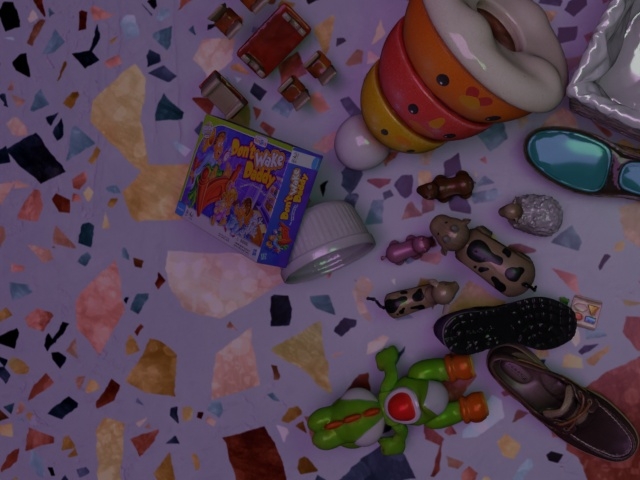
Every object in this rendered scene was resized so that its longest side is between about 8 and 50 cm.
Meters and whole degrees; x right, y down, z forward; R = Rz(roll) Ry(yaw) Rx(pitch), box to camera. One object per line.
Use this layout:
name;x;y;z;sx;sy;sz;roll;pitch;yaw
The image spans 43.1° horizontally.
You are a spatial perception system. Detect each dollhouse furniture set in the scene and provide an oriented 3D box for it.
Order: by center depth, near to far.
dollhouse furniture set;-0.136;-0.383;1.715;0.259;0.135;0.262;-43;107;12

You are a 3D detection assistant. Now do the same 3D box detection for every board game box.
board game box;-0.158;-0.111;1.673;0.347;0.078;0.233;27;101;49

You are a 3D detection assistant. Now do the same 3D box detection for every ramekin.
ramekin;0.000;0.000;1.676;0.207;0.207;0.109;-26;77;14

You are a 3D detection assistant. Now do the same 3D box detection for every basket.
basket;0.656;-0.331;1.456;0.328;0.266;0.331;27;100;12

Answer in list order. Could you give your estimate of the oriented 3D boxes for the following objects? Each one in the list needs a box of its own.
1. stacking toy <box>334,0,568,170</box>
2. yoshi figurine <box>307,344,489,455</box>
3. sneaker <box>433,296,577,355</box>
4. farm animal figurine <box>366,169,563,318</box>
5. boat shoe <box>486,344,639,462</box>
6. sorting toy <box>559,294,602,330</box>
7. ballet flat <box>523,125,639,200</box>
stacking toy;0.201;-0.280;1.574;0.480;0.351;0.350;-40;82;41
yoshi figurine;0.153;0.345;1.693;0.362;0.203;0.203;-16;129;1
sneaker;0.369;0.163;1.641;0.283;0.124;0.107;-2;94;-8
farm animal figurine;0.282;0.031;1.616;0.327;0.172;0.330;18;97;13
boat shoe;0.476;0.328;1.605;0.342;0.123;0.123;39;101;10
sorting toy;0.523;0.144;1.642;0.083;0.012;0.062;15;97;13
ballet flat;0.567;-0.138;1.568;0.349;0.123;0.123;17;97;16
